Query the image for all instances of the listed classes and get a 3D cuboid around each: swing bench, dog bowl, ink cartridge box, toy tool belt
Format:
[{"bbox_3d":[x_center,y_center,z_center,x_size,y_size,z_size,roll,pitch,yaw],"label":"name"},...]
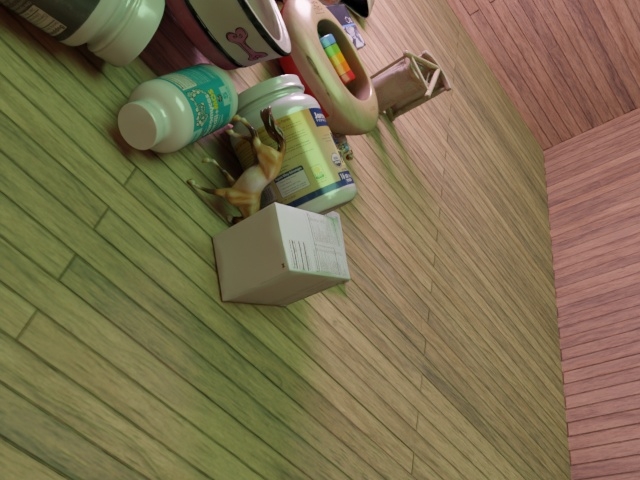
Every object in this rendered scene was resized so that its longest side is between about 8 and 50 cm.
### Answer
[{"bbox_3d":[0.265,-0.508,2.123,0.165,0.253,0.254,62,33,-4],"label":"swing bench"},{"bbox_3d":[-0.228,-0.556,1.379,0.408,0.150,0.408,57,15,-24],"label":"dog bowl"},{"bbox_3d":[0.031,-0.683,2.087,0.165,0.065,0.332,60,34,-8],"label":"ink cartridge box"},{"bbox_3d":[0.057,-0.271,1.878,0.051,0.052,0.083,-20,81,-25],"label":"toy tool belt"}]

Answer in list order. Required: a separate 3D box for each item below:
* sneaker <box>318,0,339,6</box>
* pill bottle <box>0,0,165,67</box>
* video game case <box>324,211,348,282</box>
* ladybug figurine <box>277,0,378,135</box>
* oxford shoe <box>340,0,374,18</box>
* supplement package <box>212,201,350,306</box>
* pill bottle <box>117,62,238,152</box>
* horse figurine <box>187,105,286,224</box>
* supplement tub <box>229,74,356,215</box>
[{"bbox_3d":[-0.027,-0.930,2.122,0.302,0.108,0.121,46,42,-25],"label":"sneaker"},{"bbox_3d":[-0.473,-0.480,1.123,0.361,0.204,0.204,30,47,-41],"label":"pill bottle"},{"bbox_3d":[0.000,0.000,1.640,0.183,0.023,0.201,20,55,-48],"label":"video game case"},{"bbox_3d":[0.003,-0.495,1.834,0.449,0.161,0.305,61,34,-7],"label":"ladybug figurine"},{"bbox_3d":[0.075,-0.951,2.254,0.397,0.140,0.147,27,54,-42],"label":"oxford shoe"},{"bbox_3d":[-0.083,0.038,1.342,0.203,0.194,0.149,13,59,-51],"label":"supplement package"},{"bbox_3d":[-0.291,-0.267,1.293,0.146,0.146,0.264,58,34,-10],"label":"pill bottle"},{"bbox_3d":[-0.155,-0.152,1.346,0.174,0.263,0.066,37,14,-8],"label":"horse figurine"},{"bbox_3d":[-0.074,-0.199,1.476,0.228,0.228,0.316,-24,89,-57],"label":"supplement tub"}]
